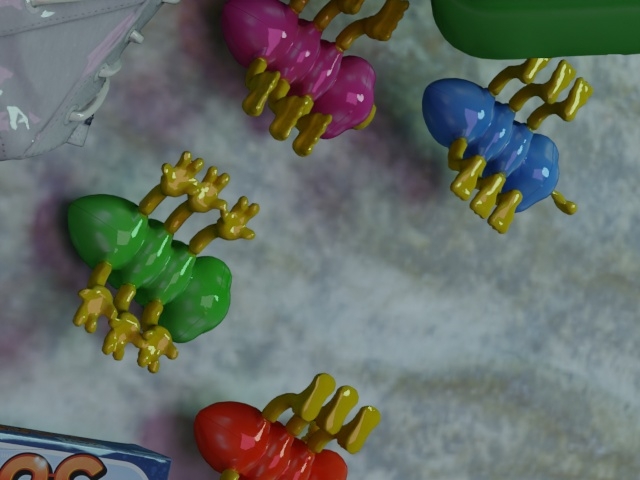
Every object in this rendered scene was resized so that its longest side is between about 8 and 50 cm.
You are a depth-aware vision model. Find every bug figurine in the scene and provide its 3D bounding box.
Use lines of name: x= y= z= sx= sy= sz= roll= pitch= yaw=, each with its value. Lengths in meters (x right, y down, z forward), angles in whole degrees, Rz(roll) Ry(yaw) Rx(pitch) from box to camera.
bug figurine: x=0.000 y=0.000 z=0.877 sx=0.216 sy=0.072 sz=0.279 roll=43 pitch=75 yaw=-29

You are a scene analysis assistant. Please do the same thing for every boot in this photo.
boot: x=-0.101 y=-0.102 z=0.775 sx=0.258 sy=0.095 sz=0.123 roll=-12 pitch=111 yaw=-29

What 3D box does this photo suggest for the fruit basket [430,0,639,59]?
fruit basket: x=0.238 y=-0.209 z=0.843 sx=0.392 sy=0.392 sz=0.283 roll=18 pitch=70 yaw=-40

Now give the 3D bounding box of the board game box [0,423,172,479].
board game box: x=-0.165 y=0.140 z=0.787 sx=0.201 sy=0.035 sz=0.136 roll=14 pitch=89 yaw=-40
